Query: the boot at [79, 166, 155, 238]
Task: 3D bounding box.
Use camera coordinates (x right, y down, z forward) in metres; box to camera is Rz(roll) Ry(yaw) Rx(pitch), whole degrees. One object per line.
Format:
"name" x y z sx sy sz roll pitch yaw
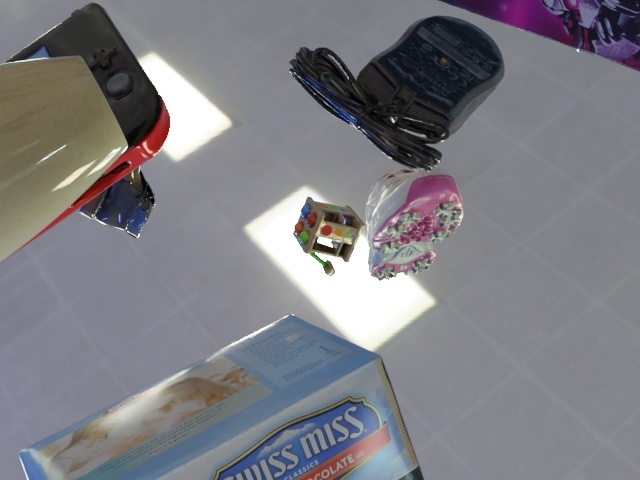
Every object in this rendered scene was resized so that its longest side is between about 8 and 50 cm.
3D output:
"boot" -0.294 -0.095 1.455 0.106 0.219 0.082 33 -142 -13

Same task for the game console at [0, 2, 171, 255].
"game console" -0.425 -0.156 1.314 0.386 0.060 0.342 -35 -124 -2

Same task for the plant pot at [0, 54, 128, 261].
"plant pot" -0.387 -0.111 1.105 0.274 0.256 0.256 -29 -133 -9

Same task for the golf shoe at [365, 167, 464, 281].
"golf shoe" 0.106 -0.046 1.193 0.115 0.306 0.140 -8 -107 -9

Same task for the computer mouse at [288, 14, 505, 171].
"computer mouse" 0.101 -0.166 0.989 0.188 0.072 0.272 41 -134 13

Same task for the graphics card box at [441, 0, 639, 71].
"graphics card box" 0.234 -0.272 0.719 0.371 0.233 0.094 29 -143 27

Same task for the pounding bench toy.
"pounding bench toy" 0.000 0.000 1.056 0.065 0.083 0.052 12 -158 -26

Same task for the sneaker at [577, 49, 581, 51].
"sneaker" 0.366 -0.376 1.353 0.118 0.279 0.107 40 -82 28

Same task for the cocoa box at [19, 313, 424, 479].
"cocoa box" -0.094 0.262 0.936 0.347 0.228 0.231 -25 -163 -21
